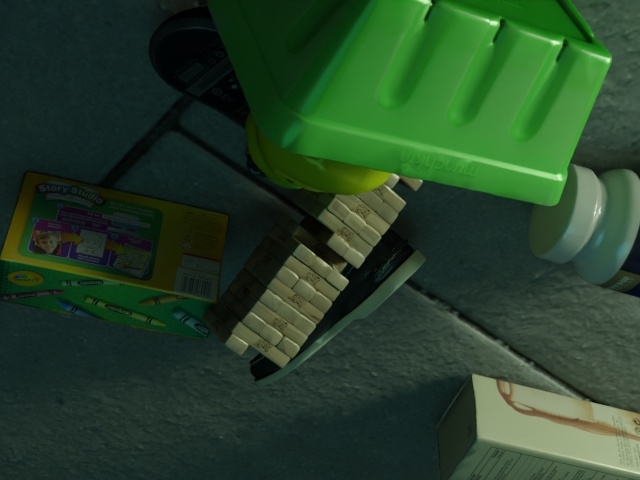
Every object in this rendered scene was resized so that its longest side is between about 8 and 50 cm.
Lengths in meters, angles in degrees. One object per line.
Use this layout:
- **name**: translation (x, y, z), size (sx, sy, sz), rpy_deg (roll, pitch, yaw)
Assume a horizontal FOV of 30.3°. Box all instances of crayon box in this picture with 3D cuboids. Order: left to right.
- **crayon box**: translation (-0.265, 0.019, 1.529), size (0.279, 0.165, 0.081), rpy_deg (12, 133, -9)

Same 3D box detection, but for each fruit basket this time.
- **fruit basket**: translation (0.052, -0.140, 1.220), size (0.392, 0.282, 0.392), rpy_deg (-13, 139, -12)

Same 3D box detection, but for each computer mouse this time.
- **computer mouse**: translation (-0.088, -0.193, 1.398), size (0.189, 0.072, 0.272), rpy_deg (-27, 135, 31)

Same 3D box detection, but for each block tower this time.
- **block tower**: translation (0.000, 0.000, 1.450), size (0.097, 0.091, 0.335), rpy_deg (39, 89, -28)

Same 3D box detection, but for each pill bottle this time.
- **pill bottle**: translation (0.410, -0.004, 1.498), size (0.265, 0.153, 0.153), rpy_deg (15, 131, -12)

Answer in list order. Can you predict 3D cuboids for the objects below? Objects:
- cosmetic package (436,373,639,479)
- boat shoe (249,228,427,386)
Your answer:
- **cosmetic package**: translation (0.342, 0.325, 1.822), size (0.296, 0.129, 0.153), rpy_deg (15, 133, -13)
- **boat shoe**: translation (-0.006, 0.082, 1.622), size (0.113, 0.127, 0.340), rpy_deg (49, 131, -1)
